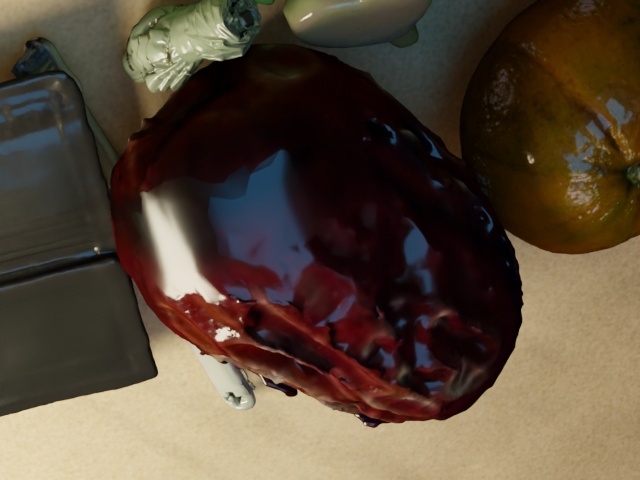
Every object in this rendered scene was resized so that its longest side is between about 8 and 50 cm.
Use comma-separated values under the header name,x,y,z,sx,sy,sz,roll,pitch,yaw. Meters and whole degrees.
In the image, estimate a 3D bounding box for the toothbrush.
name,x,y,z,sx,sy,sz,roll,pitch,yaw
toothbrush,-0.146,0.000,1.317,0.042,0.040,0.418,-5,133,28

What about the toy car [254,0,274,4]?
name,x,y,z,sx,sy,sz,roll,pitch,yaw
toy car,-0.033,-0.276,1.067,0.213,0.359,0.176,5,89,-26

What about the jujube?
name,x,y,z,sx,sy,sz,roll,pitch,yaw
jujube,0.000,0.000,1.259,0.258,0.258,0.377,-47,129,8

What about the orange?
name,x,y,z,sx,sy,sz,roll,pitch,yaw
orange,0.233,-0.100,1.328,0.240,0.171,0.240,-10,120,-17

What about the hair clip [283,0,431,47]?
name,x,y,z,sx,sy,sz,roll,pitch,yaw
hair clip,0.066,-0.205,1.243,0.218,0.071,0.159,-25,164,-23

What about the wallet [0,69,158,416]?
name,x,y,z,sx,sy,sz,roll,pitch,yaw
wallet,-0.282,0.024,1.258,0.247,0.041,0.323,-13,126,-4

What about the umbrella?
name,x,y,z,sx,sy,sz,roll,pitch,yaw
umbrella,-0.103,-0.154,1.200,0.062,0.143,0.067,7,73,-46
